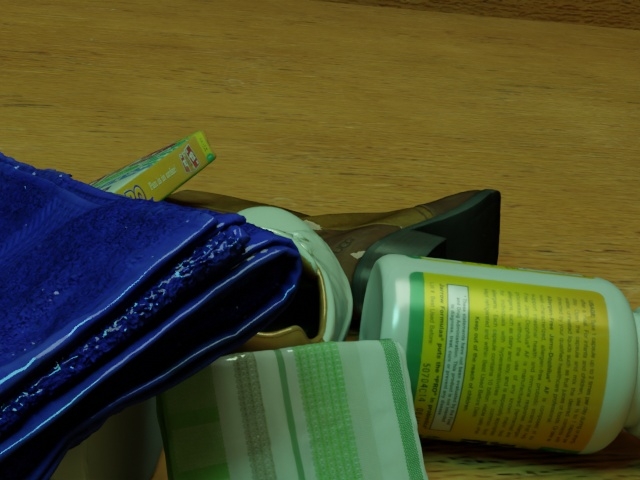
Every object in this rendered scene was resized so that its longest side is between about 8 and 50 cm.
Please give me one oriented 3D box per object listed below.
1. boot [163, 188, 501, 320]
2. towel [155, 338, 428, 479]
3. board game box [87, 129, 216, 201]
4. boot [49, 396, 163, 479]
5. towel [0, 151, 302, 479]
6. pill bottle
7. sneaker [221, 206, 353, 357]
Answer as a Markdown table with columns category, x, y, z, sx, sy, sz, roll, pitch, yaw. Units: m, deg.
| category | x | y | z | sx | sy | sz | roll | pitch | yaw |
| --- | --- | --- | --- | --- | --- | --- | --- | --- | --- |
| boot | 0.000 | 0.000 | 1.104 | 0.280 | 0.096 | 0.264 | 9 | 24 | 26 |
| towel | -0.014 | 0.114 | 0.692 | 0.152 | 0.113 | 0.023 | -4 | -14 | -28 |
| board game box | -0.181 | -0.018 | 0.991 | 0.124 | 0.039 | 0.259 | -23 | 14 | 23 |
| boot | -0.155 | 0.084 | 0.759 | 0.123 | 0.095 | 0.258 | -1 | 14 | 6 |
| towel | -0.182 | 0.035 | 0.680 | 0.227 | 0.076 | 0.308 | -37 | 27 | -28 |
| pill bottle | 0.134 | 0.077 | 0.829 | 0.208 | 0.118 | 0.117 | 6 | 19 | -5 |
| sneaker | -0.027 | 0.025 | 0.840 | 0.106 | 0.123 | 0.290 | -3 | 27 | -4 |
